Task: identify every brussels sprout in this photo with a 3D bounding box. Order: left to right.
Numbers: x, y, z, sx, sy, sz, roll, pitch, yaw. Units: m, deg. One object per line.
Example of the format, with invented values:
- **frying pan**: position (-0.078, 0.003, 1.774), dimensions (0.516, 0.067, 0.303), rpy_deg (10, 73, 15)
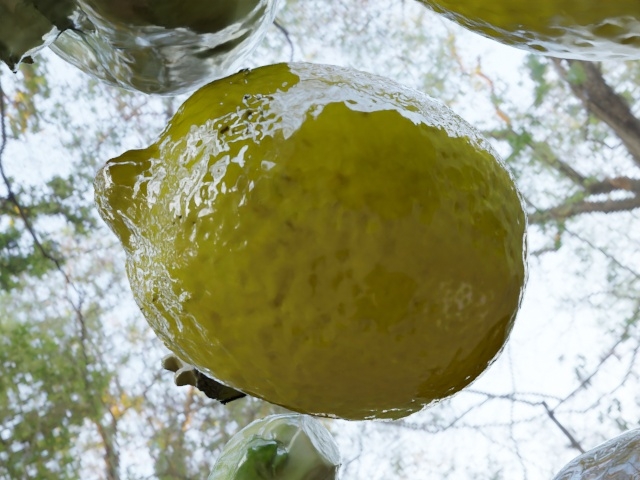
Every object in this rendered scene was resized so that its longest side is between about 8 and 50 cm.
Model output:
- **brussels sprout**: position (-0.044, 0.226, 0.845), dimensions (0.155, 0.117, 0.155), rpy_deg (-43, 5, 5)

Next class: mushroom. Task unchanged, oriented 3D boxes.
- **mushroom**: position (-0.180, -0.249, 0.709), dimensions (0.260, 0.352, 0.352), rpy_deg (-47, -36, -10)

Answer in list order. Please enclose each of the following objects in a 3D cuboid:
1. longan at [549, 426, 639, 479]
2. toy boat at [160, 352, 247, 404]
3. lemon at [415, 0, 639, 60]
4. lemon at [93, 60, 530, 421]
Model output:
- **longan**: position (0.303, 0.309, 0.794), dimensions (0.318, 0.319, 0.319), rpy_deg (-22, -40, -20)
- **toy boat**: position (-0.042, 0.093, 0.929), dimensions (0.225, 0.068, 0.088), rpy_deg (-14, -71, -23)
- **lemon**: position (0.133, -0.239, 0.442), dimensions (0.336, 0.336, 0.336), rpy_deg (-22, -40, -20)
- **lemon**: position (0.000, 0.000, 0.666), dimensions (0.319, 0.245, 0.245), rpy_deg (16, -58, -15)
